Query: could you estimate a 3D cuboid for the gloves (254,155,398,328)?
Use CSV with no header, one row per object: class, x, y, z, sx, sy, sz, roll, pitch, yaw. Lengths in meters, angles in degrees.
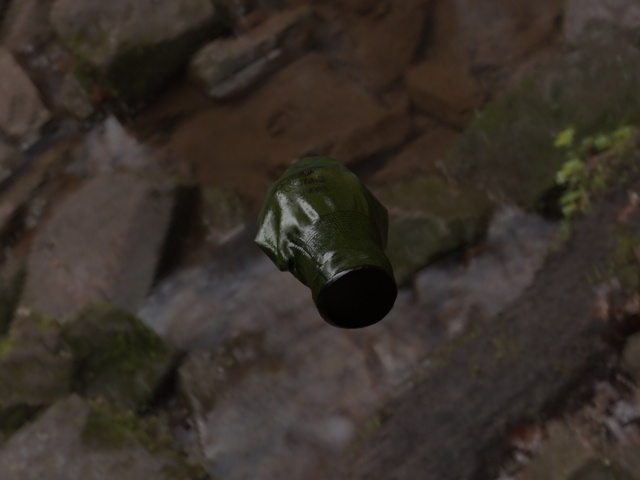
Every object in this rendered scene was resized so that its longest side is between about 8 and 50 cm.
gloves,0.002,-0.011,1.427,0.135,0.107,0.268,-4,20,-16
